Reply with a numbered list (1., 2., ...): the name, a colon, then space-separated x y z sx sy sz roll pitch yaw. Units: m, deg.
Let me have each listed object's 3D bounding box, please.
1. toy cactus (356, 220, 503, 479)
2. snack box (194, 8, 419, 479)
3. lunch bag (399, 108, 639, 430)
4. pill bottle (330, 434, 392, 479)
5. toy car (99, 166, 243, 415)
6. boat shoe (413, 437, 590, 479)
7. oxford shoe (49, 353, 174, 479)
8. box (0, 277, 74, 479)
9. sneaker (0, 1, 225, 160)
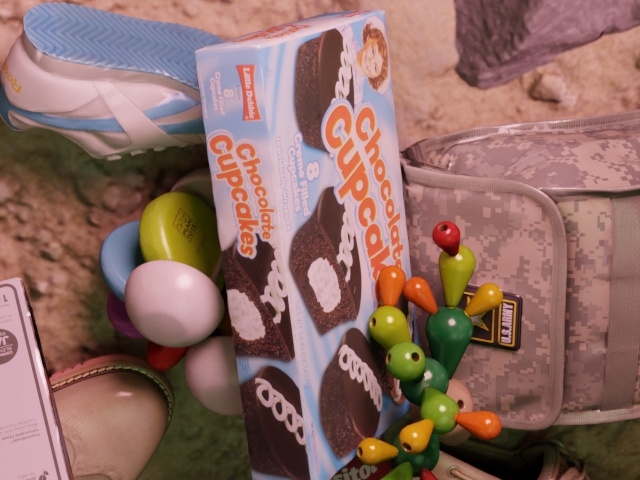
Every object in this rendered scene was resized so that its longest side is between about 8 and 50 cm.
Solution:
1. toy cactus: 0.095 0.112 1.092 0.112 0.219 0.180 -1 155 17
2. snack box: 0.000 0.000 1.065 0.187 0.060 0.321 -29 116 -56
3. lunch bag: 0.198 0.027 1.191 0.287 0.169 0.235 -7 117 -8
4. pill bottle: 0.011 0.169 1.229 0.086 0.086 0.152 -20 118 -10
5. toy car: -0.101 0.044 1.118 0.136 0.159 0.182 -15 127 30
6. boat shoe: 0.208 0.239 1.322 0.302 0.109 0.098 14 109 -18
7. oxford shoe: -0.262 0.256 1.134 0.397 0.146 0.140 -44 117 2
8. box: -0.263 0.190 1.038 0.169 0.087 0.289 -15 73 -11
9. sneaker: -0.128 -0.107 1.068 0.229 0.087 0.092 13 132 -29
